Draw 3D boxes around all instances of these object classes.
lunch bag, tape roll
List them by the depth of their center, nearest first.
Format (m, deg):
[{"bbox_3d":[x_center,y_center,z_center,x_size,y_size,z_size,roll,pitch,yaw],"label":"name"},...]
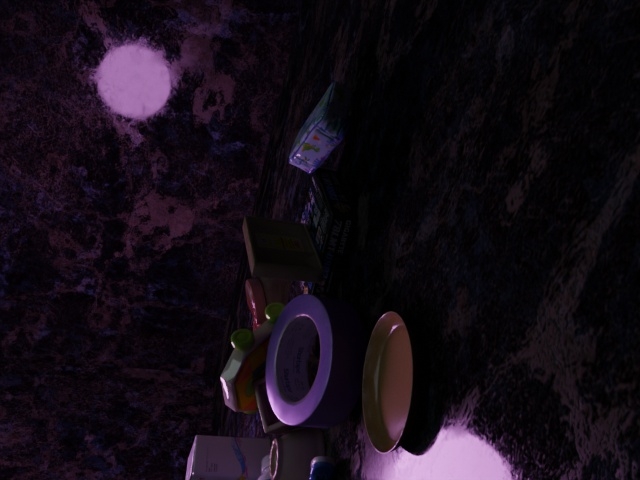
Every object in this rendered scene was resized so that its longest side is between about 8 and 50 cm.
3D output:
[{"bbox_3d":[-0.015,0.257,1.346,0.274,0.090,0.275,-29,54,50],"label":"tape roll"},{"bbox_3d":[0.007,-0.294,1.628,0.219,0.090,0.176,-47,22,46],"label":"lunch bag"}]

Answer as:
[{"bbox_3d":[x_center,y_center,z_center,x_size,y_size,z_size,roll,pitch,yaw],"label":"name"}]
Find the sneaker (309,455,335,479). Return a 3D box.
[{"bbox_3d":[-0.001,0.533,1.349,0.085,0.058,0.152,-88,9,-47],"label":"sneaker"}]

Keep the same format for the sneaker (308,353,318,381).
[{"bbox_3d":[-0.032,0.367,1.595,0.061,0.053,0.152,125,149,-68],"label":"sneaker"}]

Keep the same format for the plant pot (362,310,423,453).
[{"bbox_3d":[0.123,0.241,1.070,0.236,0.032,0.237,-171,90,-76],"label":"plant pot"}]

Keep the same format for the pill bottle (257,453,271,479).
[{"bbox_3d":[-0.100,0.652,1.562,0.222,0.124,0.124,-96,20,-47],"label":"pill bottle"}]

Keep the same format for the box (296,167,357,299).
[{"bbox_3d":[0.000,0.000,1.630,0.296,0.073,0.294,-109,29,-61],"label":"box"}]

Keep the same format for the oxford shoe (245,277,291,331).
[{"bbox_3d":[-0.132,0.268,1.944,0.141,0.146,0.397,-121,21,-44],"label":"oxford shoe"}]

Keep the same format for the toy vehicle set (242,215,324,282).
[{"bbox_3d":[-0.096,0.017,1.524,0.267,0.165,0.035,-113,34,-62],"label":"toy vehicle set"}]

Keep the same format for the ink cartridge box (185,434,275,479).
[{"bbox_3d":[-0.241,0.657,1.806,0.201,0.277,0.117,114,159,-48],"label":"ink cartridge box"}]

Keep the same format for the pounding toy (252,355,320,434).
[{"bbox_3d":[-0.049,0.344,1.514,0.094,0.205,0.181,37,-150,-59],"label":"pounding toy"}]

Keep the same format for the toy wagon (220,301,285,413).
[{"bbox_3d":[-0.116,0.284,1.615,0.068,0.344,0.267,27,136,30],"label":"toy wagon"}]

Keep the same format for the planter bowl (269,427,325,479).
[{"bbox_3d":[-0.062,0.528,1.506,0.162,0.109,0.162,-172,90,-77],"label":"planter bowl"}]
